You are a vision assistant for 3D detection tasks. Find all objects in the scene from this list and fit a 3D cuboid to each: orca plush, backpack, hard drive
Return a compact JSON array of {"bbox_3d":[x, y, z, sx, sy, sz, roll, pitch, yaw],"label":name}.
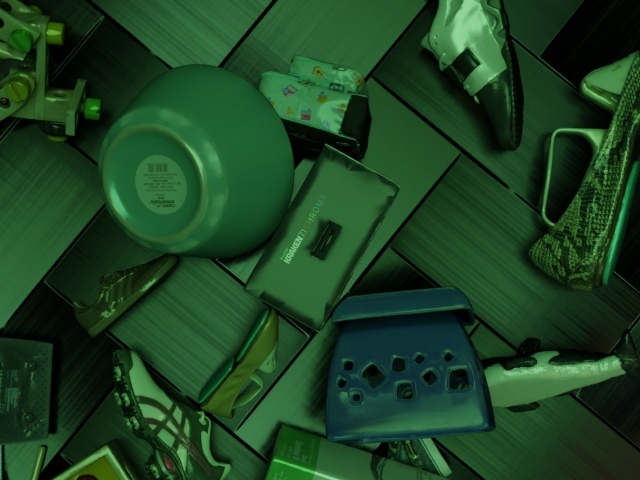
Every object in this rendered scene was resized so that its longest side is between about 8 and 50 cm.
[{"bbox_3d":[0.355,0.186,1.814,0.287,0.151,0.102,-22,48,21],"label":"orca plush"},{"bbox_3d":[-0.015,-0.211,1.791,0.188,0.166,0.144,8,85,8],"label":"backpack"},{"bbox_3d":[-0.554,0.234,1.774,0.255,0.054,0.172,3,87,-25],"label":"hard drive"}]

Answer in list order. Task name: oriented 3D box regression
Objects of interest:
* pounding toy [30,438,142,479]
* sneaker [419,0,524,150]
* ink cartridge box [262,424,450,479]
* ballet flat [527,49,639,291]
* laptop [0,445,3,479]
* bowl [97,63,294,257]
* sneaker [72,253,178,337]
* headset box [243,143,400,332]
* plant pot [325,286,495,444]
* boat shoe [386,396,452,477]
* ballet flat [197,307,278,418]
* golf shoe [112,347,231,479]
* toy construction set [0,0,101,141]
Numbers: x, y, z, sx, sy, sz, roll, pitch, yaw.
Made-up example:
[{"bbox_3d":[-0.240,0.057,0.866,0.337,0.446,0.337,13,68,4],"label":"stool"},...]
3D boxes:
[{"bbox_3d":[-0.400,0.404,1.792,0.206,0.094,0.181,-33,89,-3],"label":"pounding toy"},{"bbox_3d":[0.243,-0.298,1.837,0.146,0.122,0.330,-13,89,16],"label":"sneaker"},{"bbox_3d":[0.040,0.441,1.762,0.289,0.121,0.211,17,106,-1],"label":"ink cartridge box"},{"bbox_3d":[0.464,-0.160,1.817,0.182,0.164,0.482,25,89,20],"label":"ballet flat"},{"bbox_3d":[-0.719,0.405,1.721,0.236,0.408,0.382,-3,87,32],"label":"laptop"},{"bbox_3d":[-0.213,-0.103,1.717,0.312,0.163,0.311,7,107,24],"label":"bowl"},{"bbox_3d":[-0.316,0.072,1.821,0.188,0.066,0.071,-41,88,-3],"label":"sneaker"},{"bbox_3d":[0.000,0.000,1.724,0.131,0.283,0.246,30,87,0],"label":"headset box"},{"bbox_3d":[0.132,0.188,1.687,0.236,0.236,0.212,-6,78,9],"label":"plant pot"},{"bbox_3d":[0.131,0.319,1.823,0.083,0.065,0.183,-32,88,0],"label":"boat shoe"},{"bbox_3d":[-0.110,0.196,1.786,0.073,0.080,0.232,31,123,-10],"label":"ballet flat"},{"bbox_3d":[-0.247,0.287,1.811,0.120,0.105,0.273,-25,93,-20],"label":"golf shoe"},{"bbox_3d":[-0.450,-0.264,1.728,0.237,0.309,0.257,14,96,-6],"label":"toy construction set"}]
